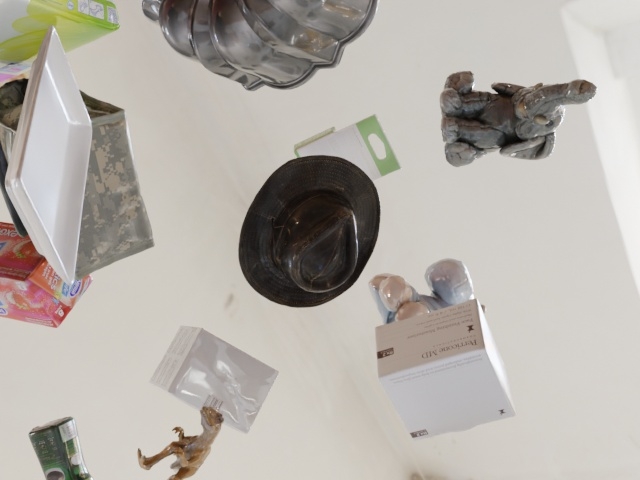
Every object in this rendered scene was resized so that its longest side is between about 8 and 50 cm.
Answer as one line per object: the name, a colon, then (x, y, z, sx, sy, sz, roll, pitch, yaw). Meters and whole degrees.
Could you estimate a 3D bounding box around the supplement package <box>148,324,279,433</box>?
supplement package: (-0.231, 0.291, 1.681, 0.149, 0.194, 0.203, -62, -162, -15)

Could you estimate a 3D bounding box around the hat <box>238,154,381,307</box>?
hat: (0.000, 0.000, 1.570, 0.331, 0.331, 0.134, -34, -155, -8)

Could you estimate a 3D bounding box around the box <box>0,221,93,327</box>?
box: (-0.551, 0.053, 1.383, 0.257, 0.128, 0.123, 8, -131, 23)

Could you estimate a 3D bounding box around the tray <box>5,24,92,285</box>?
tray: (-0.280, -0.094, 0.819, 0.030, 0.145, 0.270, -10, -135, -1)

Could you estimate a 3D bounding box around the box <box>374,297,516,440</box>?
box: (0.204, 0.216, 1.301, 0.181, 0.182, 0.119, -18, -143, 14)

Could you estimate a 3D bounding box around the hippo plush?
hippo plush: (0.272, 0.175, 1.837, 0.236, 0.294, 0.234, -22, -153, -12)

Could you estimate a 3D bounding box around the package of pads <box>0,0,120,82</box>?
package of pads: (-0.488, -0.329, 1.174, 0.296, 0.101, 0.229, -16, 175, 25)

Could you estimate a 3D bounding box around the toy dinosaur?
toy dinosaur: (-0.168, 0.275, 0.976, 0.112, 0.064, 0.211, -16, 155, -34)

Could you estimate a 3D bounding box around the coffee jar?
coffee jar: (-0.548, 0.476, 1.683, 0.096, 0.184, 0.079, -18, 179, 19)

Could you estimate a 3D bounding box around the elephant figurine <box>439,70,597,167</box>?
elephant figurine: (0.324, -0.199, 1.299, 0.239, 0.169, 0.186, -4, -149, 16)

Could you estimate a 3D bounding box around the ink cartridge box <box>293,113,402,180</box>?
ink cartridge box: (0.070, -0.218, 2.055, 0.235, 0.171, 0.056, -24, -156, 12)

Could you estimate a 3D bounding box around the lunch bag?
lunch bag: (-0.409, -0.110, 1.227, 0.169, 0.235, 0.287, -26, -145, -32)

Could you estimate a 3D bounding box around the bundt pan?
bundt pan: (-0.088, -0.335, 0.881, 0.331, 0.331, 0.124, -8, -178, 34)
